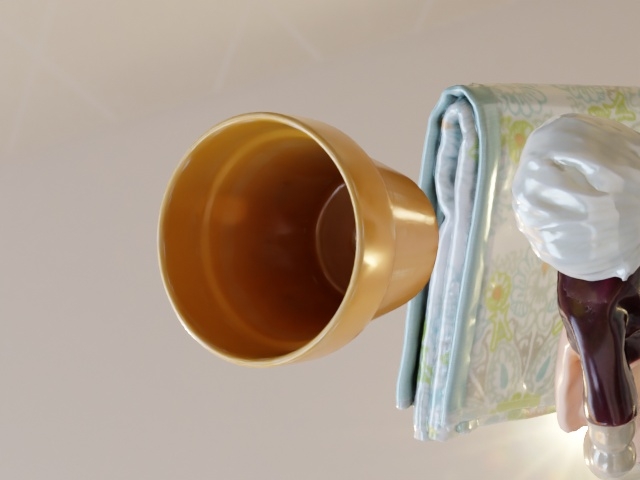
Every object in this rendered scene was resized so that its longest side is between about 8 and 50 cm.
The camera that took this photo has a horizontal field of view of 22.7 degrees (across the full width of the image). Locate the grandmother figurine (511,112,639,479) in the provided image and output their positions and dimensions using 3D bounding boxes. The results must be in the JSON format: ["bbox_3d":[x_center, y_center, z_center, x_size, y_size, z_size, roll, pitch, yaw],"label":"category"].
[{"bbox_3d":[0.177,0.042,0.976,0.104,0.342,0.207,-9,-123,12],"label":"grandmother figurine"}]

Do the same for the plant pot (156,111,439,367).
[{"bbox_3d":[0.000,0.000,1.343,0.205,0.205,0.188,35,-161,30],"label":"plant pot"}]

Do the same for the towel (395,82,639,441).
[{"bbox_3d":[0.225,0.018,1.703,0.321,0.374,0.090,-5,-162,-45],"label":"towel"}]
